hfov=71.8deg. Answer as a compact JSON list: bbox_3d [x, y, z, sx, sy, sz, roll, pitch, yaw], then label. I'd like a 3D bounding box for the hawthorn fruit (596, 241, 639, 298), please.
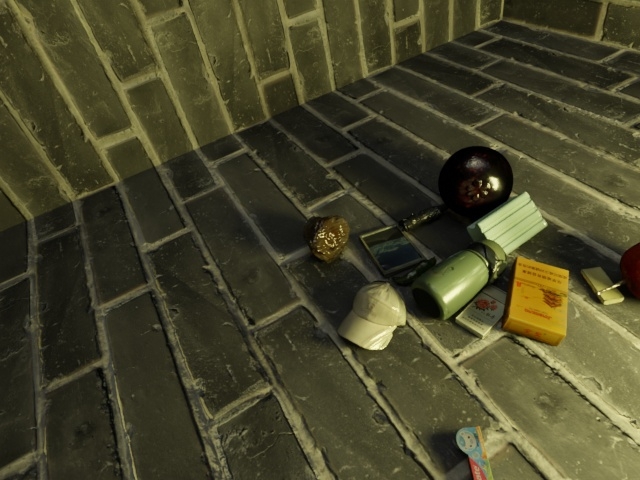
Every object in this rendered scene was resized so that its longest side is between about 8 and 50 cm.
[{"bbox_3d":[1.064,0.083,1.380,0.263,0.231,0.235,23,29,31],"label":"hawthorn fruit"}]

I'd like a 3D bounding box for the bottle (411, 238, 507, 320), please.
[{"bbox_3d":[0.491,0.122,1.532,0.347,0.168,0.168,-32,45,-17],"label":"bottle"}]

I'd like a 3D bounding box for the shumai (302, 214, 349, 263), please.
[{"bbox_3d":[0.003,0.001,1.832,0.185,0.184,0.218,-21,41,49],"label":"shumai"}]

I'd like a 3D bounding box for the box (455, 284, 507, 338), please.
[{"bbox_3d":[0.562,0.237,1.497,0.198,0.029,0.109,-37,48,-23],"label":"box"}]

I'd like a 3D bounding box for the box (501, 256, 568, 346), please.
[{"bbox_3d":[0.706,0.191,1.450,0.174,0.076,0.274,16,49,16],"label":"box"}]

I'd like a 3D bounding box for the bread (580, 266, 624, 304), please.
[{"bbox_3d":[0.946,0.150,1.488,0.068,0.028,0.153,-11,41,3],"label":"bread"}]

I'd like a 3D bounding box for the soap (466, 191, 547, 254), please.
[{"bbox_3d":[0.706,-0.052,1.673,0.265,0.087,0.159,-31,88,-17],"label":"soap"}]

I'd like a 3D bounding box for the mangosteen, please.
[{"bbox_3d":[0.642,-0.238,1.814,0.297,0.297,0.313,22,16,33],"label":"mangosteen"}]

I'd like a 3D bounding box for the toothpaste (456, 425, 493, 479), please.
[{"bbox_3d":[0.403,0.590,1.149,0.070,0.044,0.193,-8,42,8],"label":"toothpaste"}]

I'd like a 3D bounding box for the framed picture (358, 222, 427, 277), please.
[{"bbox_3d":[0.287,0.035,1.795,0.189,0.023,0.260,-18,42,-9],"label":"framed picture"}]

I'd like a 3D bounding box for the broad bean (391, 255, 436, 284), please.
[{"bbox_3d":[0.364,0.117,1.666,0.195,0.046,0.061,-24,46,-9],"label":"broad bean"}]

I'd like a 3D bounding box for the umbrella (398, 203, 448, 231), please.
[{"bbox_3d":[0.443,-0.100,1.868,0.236,0.059,0.066,-22,56,-14],"label":"umbrella"}]

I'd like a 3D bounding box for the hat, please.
[{"bbox_3d":[0.162,0.247,1.516,0.219,0.164,0.226,22,32,34],"label":"hat"}]
